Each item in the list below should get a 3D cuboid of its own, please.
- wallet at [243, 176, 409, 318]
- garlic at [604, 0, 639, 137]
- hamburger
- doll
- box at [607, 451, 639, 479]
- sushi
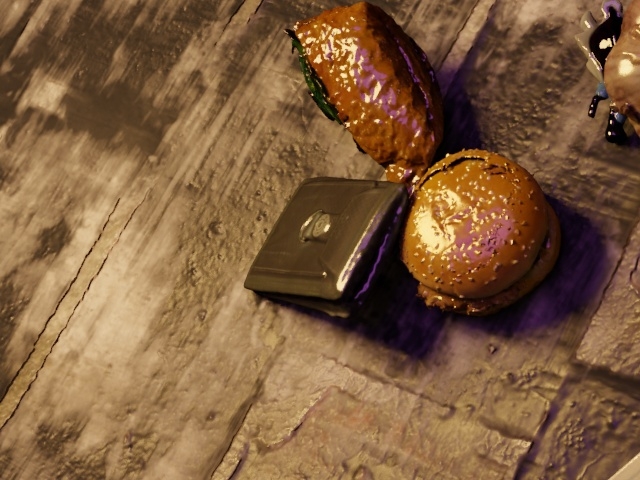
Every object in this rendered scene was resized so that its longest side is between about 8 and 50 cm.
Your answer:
[{"bbox_3d":[0.000,0.000,2.068,0.245,0.052,0.169,9,70,59],"label":"wallet"},{"bbox_3d":[0.429,-0.199,1.928,0.244,0.160,0.245,3,101,16],"label":"garlic"},{"bbox_3d":[0.171,-0.004,1.993,0.182,0.118,0.191,32,87,40],"label":"hamburger"},{"bbox_3d":[0.345,-0.208,2.039,0.096,0.070,0.195,-11,69,15],"label":"doll"},{"bbox_3d":[0.342,0.274,1.730,0.269,0.079,0.135,-45,51,22],"label":"box"},{"bbox_3d":[0.069,-0.166,2.126,0.140,0.149,0.287,-36,79,27],"label":"sushi"}]
